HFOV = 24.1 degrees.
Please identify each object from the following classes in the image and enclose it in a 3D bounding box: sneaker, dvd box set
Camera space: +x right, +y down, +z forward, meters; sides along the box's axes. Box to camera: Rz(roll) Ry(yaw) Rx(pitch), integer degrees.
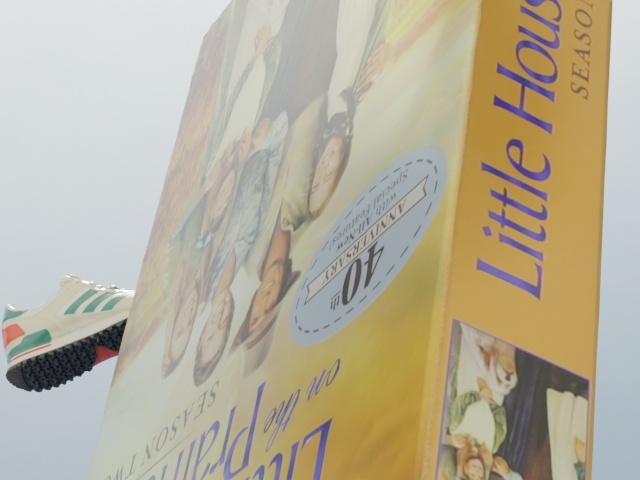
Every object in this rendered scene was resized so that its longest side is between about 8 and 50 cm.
[{"bbox_3d":[-0.155,0.048,1.078,0.161,0.057,0.075,-20,-124,-2],"label":"sneaker"},{"bbox_3d":[0.000,0.000,0.606,0.062,0.307,0.421,24,-127,-19],"label":"dvd box set"}]
